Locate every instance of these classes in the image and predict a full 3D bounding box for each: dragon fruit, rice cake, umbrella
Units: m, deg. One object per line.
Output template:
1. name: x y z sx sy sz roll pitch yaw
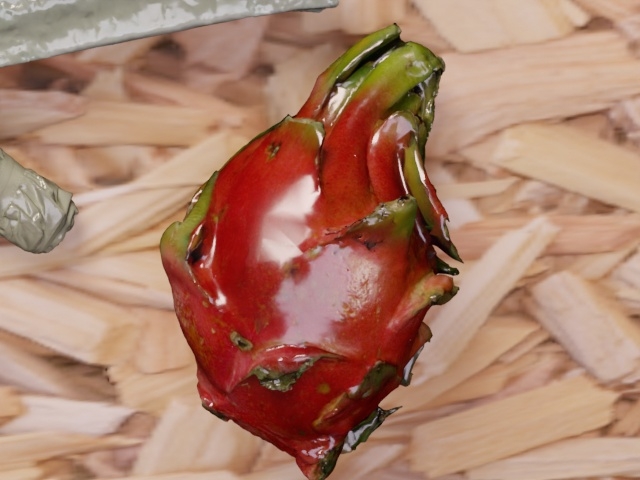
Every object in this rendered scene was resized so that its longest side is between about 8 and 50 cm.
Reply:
1. dragon fruit: 0.018 0.010 0.772 0.269 0.198 0.200 -45 106 -9
2. rice cake: -0.157 -0.139 0.714 0.336 0.066 0.063 -11 116 -9
3. umbrella: -0.218 -0.042 0.745 0.067 0.062 0.143 -24 129 32
